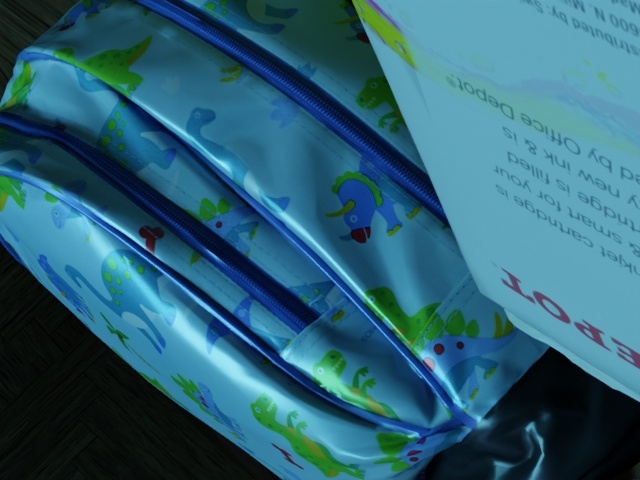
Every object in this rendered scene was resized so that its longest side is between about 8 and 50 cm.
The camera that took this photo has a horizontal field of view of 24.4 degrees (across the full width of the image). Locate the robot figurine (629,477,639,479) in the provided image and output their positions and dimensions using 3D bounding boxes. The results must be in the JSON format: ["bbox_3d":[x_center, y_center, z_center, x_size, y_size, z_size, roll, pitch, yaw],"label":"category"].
[{"bbox_3d":[0.176,0.185,0.584,0.200,0.300,0.353,7,-178,33],"label":"robot figurine"}]

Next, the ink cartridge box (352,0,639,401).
[{"bbox_3d":[0.117,-0.063,0.368,0.226,0.131,0.306,35,164,38],"label":"ink cartridge box"}]

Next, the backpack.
[{"bbox_3d":[0.000,0.000,0.740,0.355,0.273,0.290,55,175,14],"label":"backpack"}]
